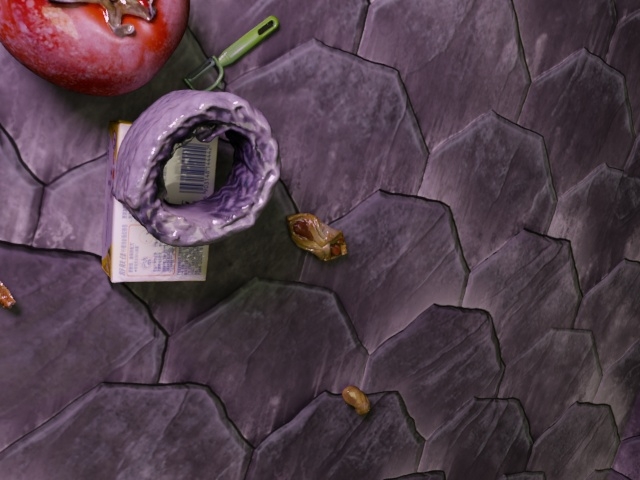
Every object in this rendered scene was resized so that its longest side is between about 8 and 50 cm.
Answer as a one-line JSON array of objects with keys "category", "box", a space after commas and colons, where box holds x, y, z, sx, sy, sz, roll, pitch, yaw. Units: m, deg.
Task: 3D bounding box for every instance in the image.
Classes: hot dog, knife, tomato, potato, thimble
[{"category": "hot dog", "box": [0.001, -0.001, 1.094, 0.169, 0.061, 0.078, 28, 90, -31]}, {"category": "knife", "box": [-0.151, -0.333, 0.950, 0.212, 0.015, 0.054, -44, 120, -12]}, {"category": "tomato", "box": [-0.328, -0.343, 0.727, 0.270, 0.227, 0.270, -25, 127, -38]}, {"category": "potato", "box": [0.087, 0.378, 1.251, 0.045, 0.046, 0.092, -34, 112, 22]}, {"category": "thimble", "box": [-0.186, -0.110, 0.793, 0.246, 0.157, 0.217, -38, 117, -15]}]

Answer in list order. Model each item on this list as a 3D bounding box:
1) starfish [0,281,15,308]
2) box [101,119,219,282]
[{"category": "starfish", "box": [-0.587, 0.049, 0.796, 0.228, 0.043, 0.240, 8, 96, -31]}, {"category": "box", "box": [-0.278, -0.066, 0.902, 0.169, 0.097, 0.264, 0, 103, -29]}]
